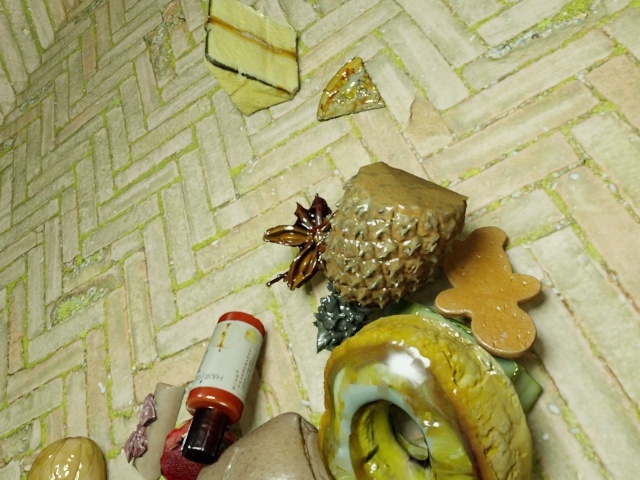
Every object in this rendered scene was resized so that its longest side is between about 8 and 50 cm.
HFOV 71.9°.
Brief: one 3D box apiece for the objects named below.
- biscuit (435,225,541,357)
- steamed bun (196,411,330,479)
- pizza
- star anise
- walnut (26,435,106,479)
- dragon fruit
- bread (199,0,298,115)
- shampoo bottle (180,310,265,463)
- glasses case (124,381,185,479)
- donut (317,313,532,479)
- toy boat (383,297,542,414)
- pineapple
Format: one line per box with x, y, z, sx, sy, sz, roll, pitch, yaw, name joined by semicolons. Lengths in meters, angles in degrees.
0.264;0.082;0.716;0.166;0.036;0.250;-15;44;4;biscuit
-0.079;0.447;0.703;0.252;0.199;0.301;-37;56;11;steamed bun
0.073;-0.344;1.054;0.184;0.036;0.176;-48;55;4;pizza
0.000;0.000;0.891;0.221;0.126;0.189;1;98;6;star anise
-0.556;0.538;0.961;0.159;0.159;0.206;-21;60;20;walnut
-0.244;0.389;0.869;0.153;0.153;0.111;-44;38;6;dragon fruit
-0.184;-0.504;1.143;0.199;0.236;0.263;-17;62;23;bread
-0.185;0.271;0.831;0.105;0.104;0.278;-16;37;23;shampoo bottle
-0.381;0.406;0.968;0.103;0.070;0.193;3;71;31;glasses case
0.125;0.281;0.637;0.330;0.160;0.329;8;103;41;donut
0.209;0.186;0.725;0.276;0.084;0.111;33;90;34;toy boat
0.087;0.052;0.756;0.202;0.202;0.361;44;127;35;pineapple
